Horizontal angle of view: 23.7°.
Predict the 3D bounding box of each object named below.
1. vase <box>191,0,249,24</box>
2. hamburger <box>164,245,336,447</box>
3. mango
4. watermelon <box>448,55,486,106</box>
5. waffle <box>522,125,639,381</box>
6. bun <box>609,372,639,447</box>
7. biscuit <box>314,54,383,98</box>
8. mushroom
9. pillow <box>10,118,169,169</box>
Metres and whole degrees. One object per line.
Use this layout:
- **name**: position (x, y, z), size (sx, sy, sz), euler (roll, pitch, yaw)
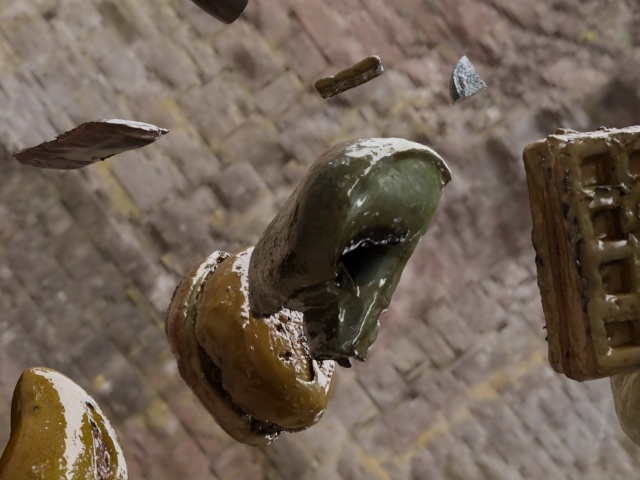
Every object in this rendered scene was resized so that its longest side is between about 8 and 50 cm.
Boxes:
- **vase**: position (-0.133, -0.292, 1.737), size (0.100, 0.053, 0.053), euler (30, 1, -23)
- **hamburger**: position (-0.108, 0.161, 2.467), size (0.304, 0.174, 0.284), euler (52, 28, -27)
- **mango**: position (-0.275, 0.277, 1.613), size (0.120, 0.295, 0.177), euler (-17, -33, 37)
- **watermelon**: position (0.235, -0.245, 2.432), size (0.085, 0.061, 0.085), euler (0, 90, -86)
- **waffle**: position (0.407, -0.009, 1.610), size (0.114, 0.376, 0.261), euler (164, -84, -72)
- **bun**: position (0.576, 0.165, 2.381), size (0.227, 0.352, 0.349), euler (34, -47, -10)
- **biscuit**: position (0.033, -0.187, 1.753), size (0.083, 0.081, 0.018), euler (18, 48, -84)
- **mushroom**: position (-0.005, -0.006, 1.872), size (0.217, 0.292, 0.212), euler (11, -14, 36)
- **pillow**: position (-0.321, -0.132, 2.100), size (0.135, 0.211, 0.034), euler (2, 77, -51)
